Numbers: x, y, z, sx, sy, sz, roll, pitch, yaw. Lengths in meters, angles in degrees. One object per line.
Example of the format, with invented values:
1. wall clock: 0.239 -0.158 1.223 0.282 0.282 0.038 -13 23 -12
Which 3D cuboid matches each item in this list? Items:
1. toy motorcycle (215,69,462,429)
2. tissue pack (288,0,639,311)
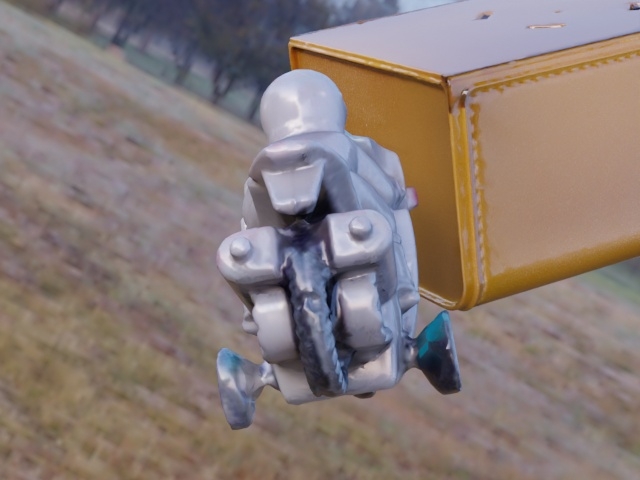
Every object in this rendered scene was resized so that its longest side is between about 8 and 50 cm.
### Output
1. toy motorcycle: 0.000 0.000 0.768 0.110 0.171 0.260 -12 -7 5
2. tissue pack: 0.147 -0.073 0.959 0.274 0.145 0.194 -14 21 -24
